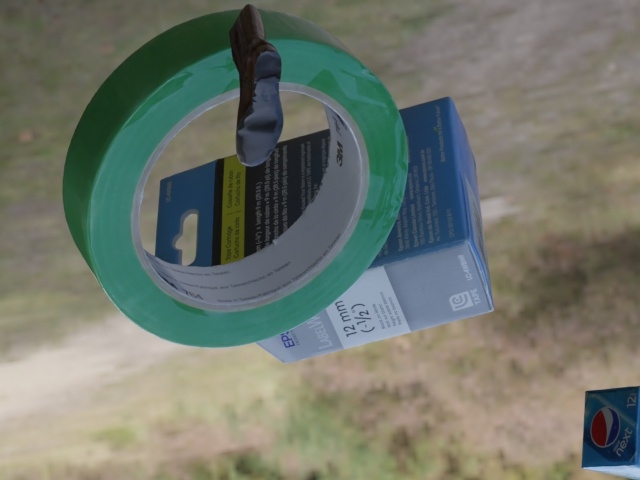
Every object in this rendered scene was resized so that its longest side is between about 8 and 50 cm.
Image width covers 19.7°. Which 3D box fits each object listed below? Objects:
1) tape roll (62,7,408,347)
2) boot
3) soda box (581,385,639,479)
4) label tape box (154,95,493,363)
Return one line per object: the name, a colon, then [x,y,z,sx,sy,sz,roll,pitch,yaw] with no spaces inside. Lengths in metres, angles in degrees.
tape roll: [-0.076,-0.055,1.716,0.321,0.321,0.077,-6,-149,-25]
boot: [-0.058,-0.129,1.513,0.037,0.106,0.114,6,-157,-18]
soda box: [0.327,0.181,1.631,0.210,0.071,0.067,15,163,-35]
label tape box: [0.000,0.000,1.990,0.347,0.249,0.115,-16,130,12]
